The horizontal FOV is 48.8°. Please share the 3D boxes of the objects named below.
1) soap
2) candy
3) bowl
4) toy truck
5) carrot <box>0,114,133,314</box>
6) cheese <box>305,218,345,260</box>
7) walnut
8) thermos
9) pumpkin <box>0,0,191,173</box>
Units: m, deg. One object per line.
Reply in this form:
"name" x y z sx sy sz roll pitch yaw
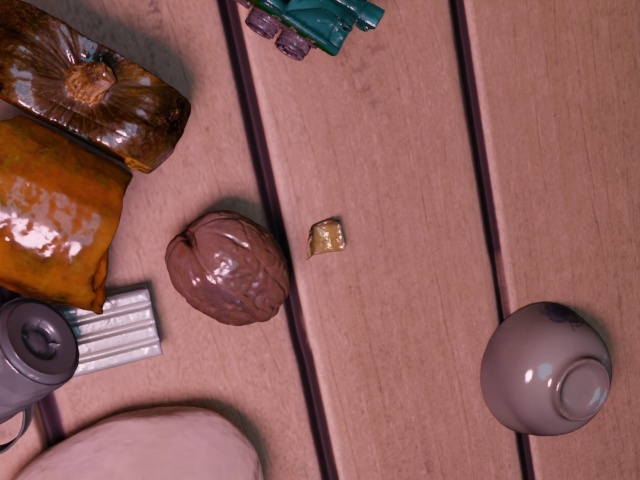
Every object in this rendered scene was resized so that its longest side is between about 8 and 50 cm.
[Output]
"soap" -0.371 0.152 1.160 0.198 0.066 0.118 -13 100 -17
"candy" -0.283 0.459 1.138 0.427 0.186 0.386 -37 92 -24
"bowl" 0.487 0.280 1.437 0.290 0.146 0.289 -3 98 -19
"toy truck" -0.074 -0.434 1.125 0.364 0.178 0.176 29 88 -18
"carrot" -0.432 -0.049 1.021 0.341 0.241 0.241 26 89 -24
"cheese" -0.002 0.000 1.282 0.084 0.041 0.060 -22 112 -26
"walnut" -0.143 0.053 1.179 0.178 0.178 0.230 -46 121 -8
"thermos" -0.495 0.221 1.053 0.287 0.145 0.182 -34 102 21
"pumpkin" -0.349 -0.220 1.031 0.317 0.222 0.139 31 84 -19
